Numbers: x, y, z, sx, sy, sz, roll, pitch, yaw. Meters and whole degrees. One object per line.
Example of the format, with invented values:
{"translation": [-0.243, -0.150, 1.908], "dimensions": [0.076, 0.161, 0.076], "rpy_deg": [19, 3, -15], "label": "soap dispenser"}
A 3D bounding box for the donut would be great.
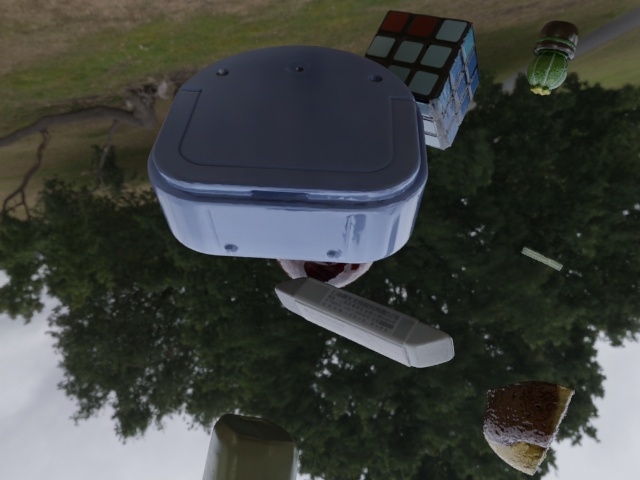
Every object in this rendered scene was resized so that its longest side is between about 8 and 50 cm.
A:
{"translation": [0.397, 0.370, 0.988], "dimensions": [0.151, 0.295, 0.112], "rpy_deg": [18, -126, 26], "label": "donut"}

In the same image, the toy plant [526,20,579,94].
{"translation": [0.547, -0.429, 1.166], "dimensions": [0.093, 0.162, 0.093], "rpy_deg": [15, -175, -1], "label": "toy plant"}

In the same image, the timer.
{"translation": [-0.036, -0.142, 0.743], "dimensions": [0.395, 0.173, 0.394], "rpy_deg": [-1, -129, 1], "label": "timer"}

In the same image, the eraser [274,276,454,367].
{"translation": [0.067, 0.145, 0.895], "dimensions": [0.352, 0.089, 0.061], "rpy_deg": [20, -119, 33], "label": "eraser"}

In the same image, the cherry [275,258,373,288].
{"translation": [0.000, 0.000, 1.059], "dimensions": [0.203, 0.230, 0.300], "rpy_deg": [-44, 178, -28], "label": "cherry"}

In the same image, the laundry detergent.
{"translation": [-0.097, 0.326, 0.517], "dimensions": [0.091, 0.253, 0.181], "rpy_deg": [15, 168, -17], "label": "laundry detergent"}

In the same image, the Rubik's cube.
{"translation": [0.175, -0.281, 0.868], "dimensions": [0.163, 0.162, 0.160], "rpy_deg": [24, 170, 28], "label": "Rubik's cube"}

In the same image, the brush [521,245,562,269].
{"translation": [0.457, 0.036, 1.013], "dimensions": [0.084, 0.016, 0.013], "rpy_deg": [28, -147, 14], "label": "brush"}
